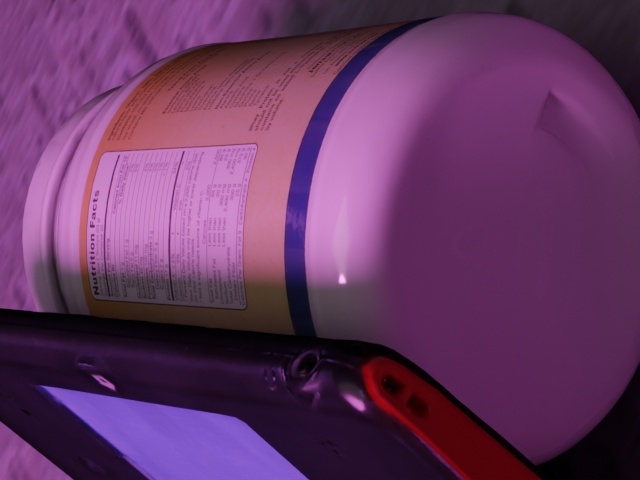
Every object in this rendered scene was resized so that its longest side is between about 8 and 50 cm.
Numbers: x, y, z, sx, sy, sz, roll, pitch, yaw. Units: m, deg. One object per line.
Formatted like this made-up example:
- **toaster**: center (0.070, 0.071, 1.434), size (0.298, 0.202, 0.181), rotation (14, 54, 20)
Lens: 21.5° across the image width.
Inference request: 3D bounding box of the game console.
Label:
- **game console**: center (0.001, 0.146, 0.852), size (0.386, 0.342, 0.060), rotation (1, 57, 50)

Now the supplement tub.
- **supplement tub**: center (0.000, 0.000, 0.915), size (0.316, 0.228, 0.228), rotation (1, 90, 51)
